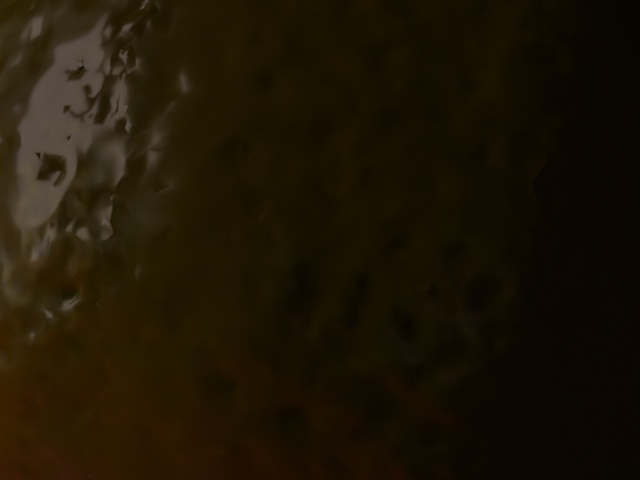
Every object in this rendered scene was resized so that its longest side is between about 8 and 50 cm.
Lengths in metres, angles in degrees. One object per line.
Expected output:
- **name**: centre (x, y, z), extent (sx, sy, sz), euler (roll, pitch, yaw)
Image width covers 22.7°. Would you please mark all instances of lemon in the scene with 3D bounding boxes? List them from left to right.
- **lemon**: centre (0.000, -0.001, 0.495), extent (0.293, 0.293, 0.293), euler (-55, 19, 28)
